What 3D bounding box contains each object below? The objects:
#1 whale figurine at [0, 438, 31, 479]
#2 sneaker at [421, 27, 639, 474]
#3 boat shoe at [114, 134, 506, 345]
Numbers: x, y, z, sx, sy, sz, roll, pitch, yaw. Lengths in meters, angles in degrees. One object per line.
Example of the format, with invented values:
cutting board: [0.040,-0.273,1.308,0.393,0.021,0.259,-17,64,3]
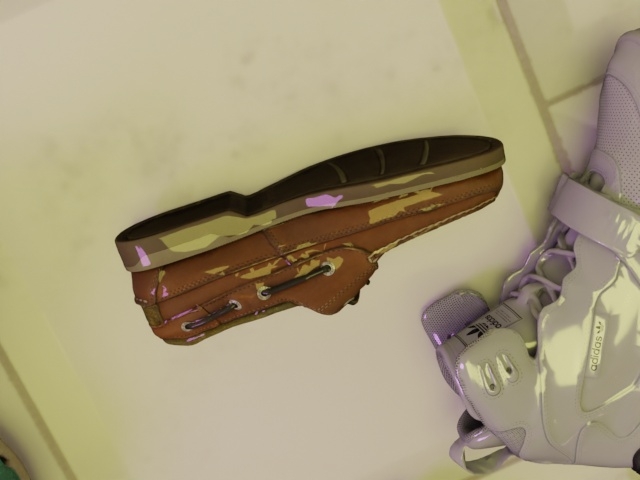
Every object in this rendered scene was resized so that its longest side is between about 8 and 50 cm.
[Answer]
whale figurine: [-0.361,0.262,0.666,0.272,0.141,0.216,-36,102,0]
sneaker: [0.194,0.025,0.657,0.210,0.137,0.365,-6,105,-5]
boat shoe: [0.000,0.000,0.664,0.307,0.110,0.104,-15,106,9]
